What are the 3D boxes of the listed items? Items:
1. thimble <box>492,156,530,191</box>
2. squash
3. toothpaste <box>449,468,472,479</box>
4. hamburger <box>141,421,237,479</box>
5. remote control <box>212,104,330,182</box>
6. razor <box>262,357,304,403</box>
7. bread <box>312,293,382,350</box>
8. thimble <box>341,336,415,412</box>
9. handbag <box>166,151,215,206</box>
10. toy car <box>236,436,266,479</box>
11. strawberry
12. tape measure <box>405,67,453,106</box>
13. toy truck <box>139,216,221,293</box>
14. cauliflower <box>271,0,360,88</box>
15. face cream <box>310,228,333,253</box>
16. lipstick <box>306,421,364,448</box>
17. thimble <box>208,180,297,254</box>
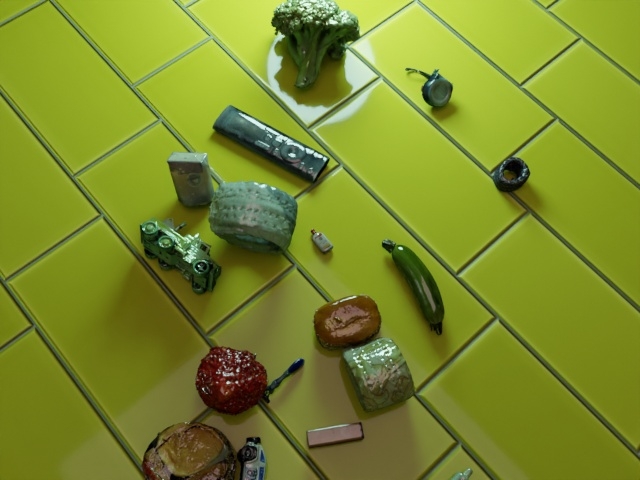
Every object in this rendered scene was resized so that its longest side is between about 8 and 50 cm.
[{"bbox_3d":[0.593,-0.206,1.987,0.105,0.066,0.095,-16,71,-9],"label":"thimble"},{"bbox_3d":[0.284,0.118,1.827,0.080,0.071,0.318,-25,69,-12],"label":"squash"},{"bbox_3d":[0.304,0.664,1.610,0.233,0.038,0.060,-41,70,-15],"label":"toothpaste"},{"bbox_3d":[-0.324,0.562,1.583,0.231,0.106,0.230,-3,57,5],"label":"hamburger"},{"bbox_3d":[-0.157,-0.308,2.012,0.378,0.044,0.107,29,72,11],"label":"remote control"},{"bbox_3d":[-0.100,0.372,1.723,0.155,0.028,0.044,-40,73,-17],"label":"razor"},{"bbox_3d":[0.075,0.224,1.755,0.191,0.114,0.132,-19,71,-5],"label":"bread"},{"bbox_3d":[0.151,0.349,1.688,0.144,0.137,0.190,-20,57,-9],"label":"thimble"},{"bbox_3d":[-0.379,-0.175,1.886,0.117,0.173,0.095,5,42,13],"label":"handbag"},{"bbox_3d":[-0.176,0.581,1.598,0.071,0.080,0.170,10,63,-11],"label":"toy car"},{"bbox_3d":[-0.236,0.362,1.636,0.185,0.201,0.186,-25,88,6],"label":"strawberry"},{"bbox_3d":[0.353,-0.511,2.128,0.180,0.104,0.107,32,91,46],"label":"tape measure"},{"bbox_3d":[-0.386,0.027,1.815,0.260,0.128,0.135,37,56,13],"label":"toy truck"},{"bbox_3d":[-0.019,-0.676,2.103,0.327,0.280,0.260,26,42,35],"label":"cauliflower"},{"bbox_3d":[0.000,0.000,1.894,0.040,0.021,0.083,-35,72,-17],"label":"face cream"},{"bbox_3d":[0.038,0.508,1.660,0.146,0.045,0.045,-7,69,-6],"label":"lipstick"},{"bbox_3d":[-0.195,-0.062,1.814,0.250,0.205,0.171,17,72,-13],"label":"thimble"}]
